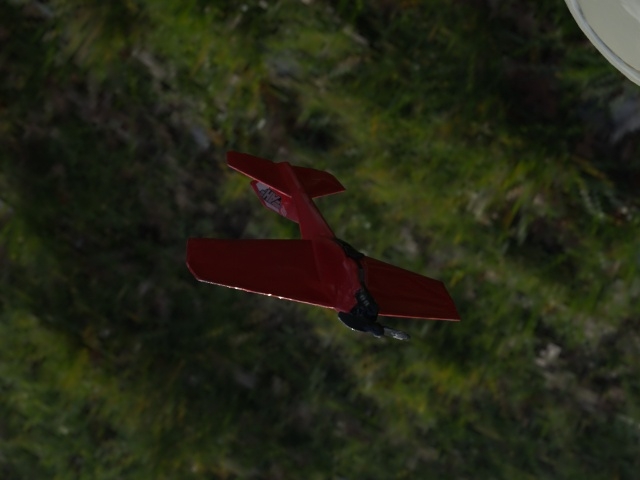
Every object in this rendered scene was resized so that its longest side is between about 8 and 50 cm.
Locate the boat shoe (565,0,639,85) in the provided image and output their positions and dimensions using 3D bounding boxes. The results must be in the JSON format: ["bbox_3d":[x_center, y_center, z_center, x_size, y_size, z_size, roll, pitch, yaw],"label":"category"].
[{"bbox_3d":[0.126,-0.130,0.360,0.095,0.079,0.254,41,154,18],"label":"boat shoe"}]

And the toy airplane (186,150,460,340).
[{"bbox_3d":[0.000,0.000,0.691,0.151,0.151,0.028,27,113,4],"label":"toy airplane"}]
